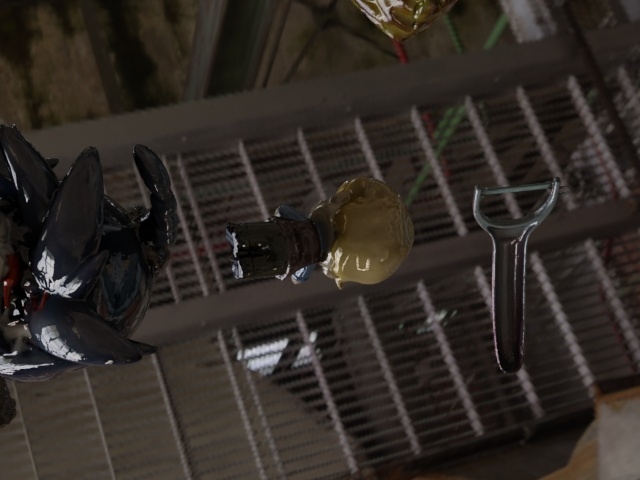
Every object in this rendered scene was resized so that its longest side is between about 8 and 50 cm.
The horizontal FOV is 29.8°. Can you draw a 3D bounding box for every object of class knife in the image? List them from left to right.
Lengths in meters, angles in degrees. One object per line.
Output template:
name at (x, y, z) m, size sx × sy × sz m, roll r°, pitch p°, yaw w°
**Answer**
knife at (0.254, 0.043, 1.551) m, size 0.123 × 0.278 × 0.053 m, roll -4°, pitch -151°, yaw -2°

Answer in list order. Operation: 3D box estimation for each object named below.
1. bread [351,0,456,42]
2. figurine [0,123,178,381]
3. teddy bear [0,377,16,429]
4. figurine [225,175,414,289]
bread at (0.094, -0.334, 1.296) m, size 0.181 × 0.096 × 0.222 m, roll 38°, pitch -122°, yaw -2°
figurine at (-0.203, 0.015, 0.882) m, size 0.197 × 0.265 × 0.175 m, roll 15°, pitch -102°, yaw -21°
teddy bear at (-0.392, 0.138, 1.083) m, size 0.190 × 0.177 × 0.140 m, roll -31°, pitch -107°, yaw 5°
figurine at (0.000, 0.000, 1.248) m, size 0.195 × 0.108 × 0.114 m, roll -12°, pitch -88°, yaw -16°
